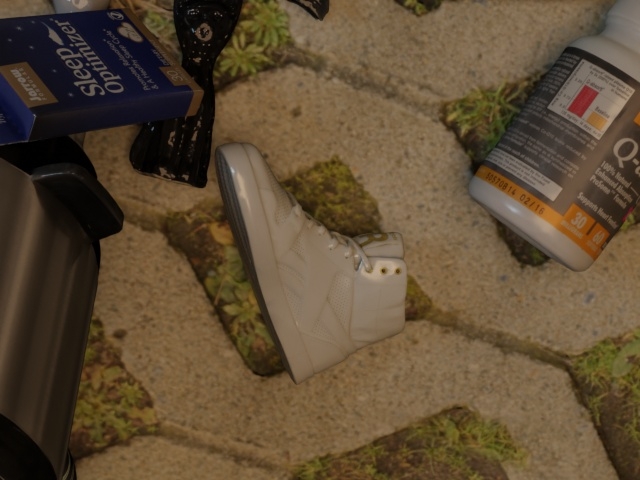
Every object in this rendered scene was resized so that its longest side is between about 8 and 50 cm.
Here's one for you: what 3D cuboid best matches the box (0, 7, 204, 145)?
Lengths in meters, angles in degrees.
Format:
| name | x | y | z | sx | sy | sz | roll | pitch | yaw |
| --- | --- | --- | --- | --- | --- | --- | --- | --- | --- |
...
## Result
| name | x | y | z | sx | sy | sz | roll | pitch | yaw |
| --- | --- | --- | --- | --- | --- | --- | --- | --- | --- |
| box | -0.234 | -0.154 | 1.197 | 0.225 | 0.136 | 0.036 | -16 | 144 | -41 |

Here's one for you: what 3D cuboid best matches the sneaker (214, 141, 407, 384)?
| name | x | y | z | sx | sy | sz | roll | pitch | yaw |
| --- | --- | --- | --- | --- | --- | --- | --- | --- | --- |
| sneaker | 0.000 | 0.000 | 1.400 | 0.169 | 0.108 | 0.292 | -23 | 120 | -7 |

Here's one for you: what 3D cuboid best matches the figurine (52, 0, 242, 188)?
| name | x | y | z | sx | sy | sz | roll | pitch | yaw |
| --- | --- | --- | --- | --- | --- | --- | --- | --- | --- |
| figurine | -0.200 | -0.179 | 1.349 | 0.215 | 0.092 | 0.209 | 13 | 91 | -12 |

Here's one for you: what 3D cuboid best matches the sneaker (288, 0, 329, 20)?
| name | x | y | z | sx | sy | sz | roll | pitch | yaw |
| --- | --- | --- | --- | --- | --- | --- | --- | --- | --- |
| sneaker | -0.060 | -0.300 | 1.360 | 0.170 | 0.051 | 0.089 | 20 | 92 | -17 |

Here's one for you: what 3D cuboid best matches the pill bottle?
| name | x | y | z | sx | sy | sz | roll | pitch | yaw |
| --- | --- | --- | --- | --- | --- | --- | --- | --- | --- |
| pill bottle | 0.299 | -0.118 | 1.406 | 0.162 | 0.162 | 0.278 | 35 | 94 | -15 |

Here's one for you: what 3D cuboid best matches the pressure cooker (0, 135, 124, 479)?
| name | x | y | z | sx | sy | sz | roll | pitch | yaw |
| --- | --- | --- | --- | --- | --- | --- | --- | --- | --- |
| pressure cooker | -0.395 | 0.066 | 1.192 | 0.370 | 0.420 | 0.375 | 14 | 139 | -12 |

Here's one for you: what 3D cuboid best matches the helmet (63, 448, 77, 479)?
| name | x | y | z | sx | sy | sz | roll | pitch | yaw |
| --- | --- | --- | --- | --- | --- | --- | --- | --- | --- |
| helmet | -0.337 | 0.266 | 1.366 | 0.169 | 0.161 | 0.169 | -2 | 102 | -10 |
